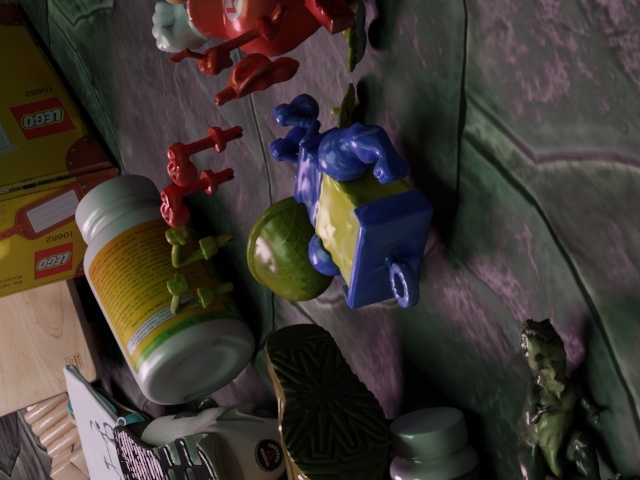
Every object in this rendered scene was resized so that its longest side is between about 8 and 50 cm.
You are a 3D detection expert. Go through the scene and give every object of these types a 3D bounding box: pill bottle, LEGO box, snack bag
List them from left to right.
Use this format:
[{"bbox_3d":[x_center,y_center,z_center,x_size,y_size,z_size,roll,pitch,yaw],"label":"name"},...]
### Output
[{"bbox_3d":[-0.564,-0.087,2.185,0.372,0.500,0.193,56,150,36],"label":"LEGO box"},{"bbox_3d":[-0.228,0.349,2.128,0.342,0.037,0.323,44,152,39],"label":"snack bag"},{"bbox_3d":[-0.182,0.049,1.881,0.245,0.136,0.136,60,153,29],"label":"pill bottle"},{"bbox_3d":[0.102,0.217,1.436,0.078,0.078,0.137,15,118,63],"label":"pill bottle"}]

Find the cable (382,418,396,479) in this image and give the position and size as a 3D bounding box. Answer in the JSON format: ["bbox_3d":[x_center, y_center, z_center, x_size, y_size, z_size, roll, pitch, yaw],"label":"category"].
[{"bbox_3d":[0.076,0.262,1.561,0.150,0.047,0.184,29,132,59],"label":"cable"}]

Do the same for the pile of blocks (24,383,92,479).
[{"bbox_3d":[-0.381,0.212,2.504,0.113,0.149,0.362,-36,78,20],"label":"pile of blocks"}]

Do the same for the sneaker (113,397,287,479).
[{"bbox_3d":[-0.119,0.240,1.847,0.330,0.146,0.122,-5,104,61],"label":"sneaker"}]

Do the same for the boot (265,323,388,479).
[{"bbox_3d":[0.018,0.240,1.523,0.236,0.089,0.269,-106,8,-57],"label":"boot"}]

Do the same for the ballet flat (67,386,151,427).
[{"bbox_3d":[-0.272,0.273,2.321,0.248,0.086,0.086,34,135,58],"label":"ballet flat"}]

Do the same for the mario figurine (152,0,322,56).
[{"bbox_3d":[-0.112,-0.258,1.475,0.198,0.170,0.320,47,-177,-36],"label":"mario figurine"}]

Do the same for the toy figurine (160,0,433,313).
[{"bbox_3d":[0.000,0.000,1.402,0.217,0.191,0.362,51,150,32],"label":"toy figurine"}]

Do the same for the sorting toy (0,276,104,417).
[{"bbox_3d":[-0.446,0.114,2.403,0.257,0.255,0.089,70,-162,7],"label":"sorting toy"}]

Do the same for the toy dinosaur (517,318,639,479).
[{"bbox_3d":[0.177,0.174,1.271,0.268,0.064,0.118,94,156,-43],"label":"toy dinosaur"}]
